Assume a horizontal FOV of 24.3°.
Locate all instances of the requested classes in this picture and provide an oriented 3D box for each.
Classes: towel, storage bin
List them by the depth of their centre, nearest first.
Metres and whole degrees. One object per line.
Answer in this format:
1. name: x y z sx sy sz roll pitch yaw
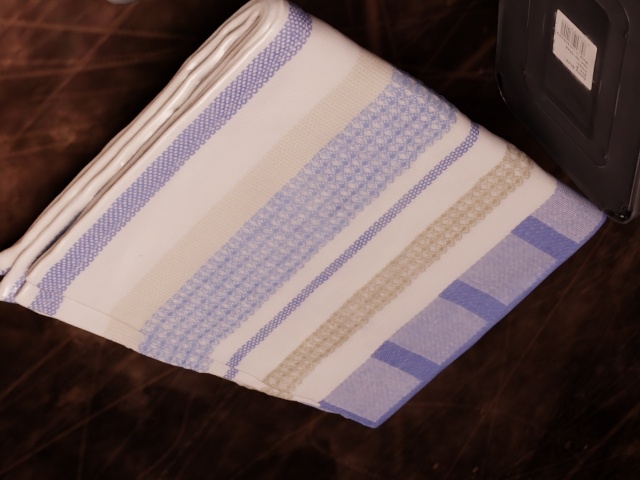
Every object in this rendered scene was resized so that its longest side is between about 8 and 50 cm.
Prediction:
1. storage bin: 0.159 -0.111 0.753 0.084 0.122 0.180 -29 148 -14
2. towel: 0.000 0.000 0.776 0.209 0.034 0.285 -44 136 21

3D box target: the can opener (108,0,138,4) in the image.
1. can opener: 0.019 -0.194 0.676 0.283 0.076 0.095 -22 98 -20
